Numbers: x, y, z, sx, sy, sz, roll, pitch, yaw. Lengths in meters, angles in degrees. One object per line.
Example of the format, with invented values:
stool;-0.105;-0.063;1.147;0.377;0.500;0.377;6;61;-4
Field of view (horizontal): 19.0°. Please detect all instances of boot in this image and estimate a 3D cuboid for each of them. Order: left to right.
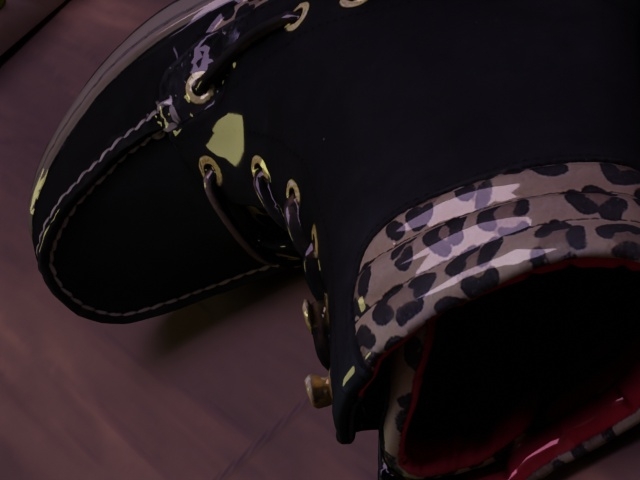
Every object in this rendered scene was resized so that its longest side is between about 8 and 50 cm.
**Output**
boot;0.000;-0.001;0.525;0.236;0.085;0.178;-30;35;27

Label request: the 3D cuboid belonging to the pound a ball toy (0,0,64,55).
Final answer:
pound a ball toy;-0.279;-0.127;0.973;0.319;0.136;0.208;-39;33;7
